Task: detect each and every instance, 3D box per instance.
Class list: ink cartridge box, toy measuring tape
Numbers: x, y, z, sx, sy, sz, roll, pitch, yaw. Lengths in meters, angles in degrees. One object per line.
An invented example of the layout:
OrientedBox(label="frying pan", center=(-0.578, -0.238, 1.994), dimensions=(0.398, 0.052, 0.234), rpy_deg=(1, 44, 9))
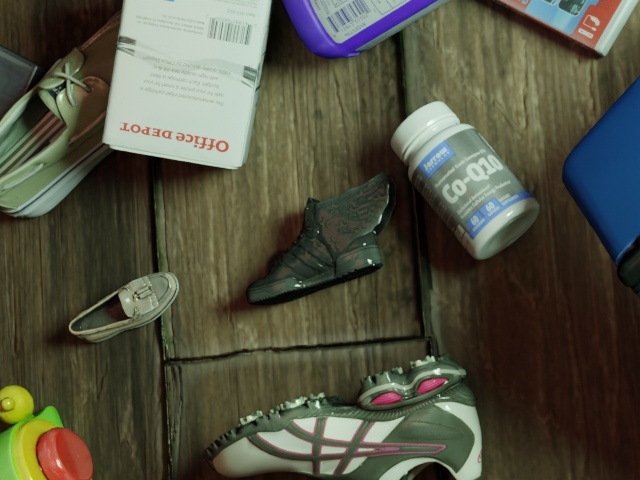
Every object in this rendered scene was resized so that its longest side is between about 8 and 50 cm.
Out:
OrientedBox(label="ink cartridge box", center=(-0.127, -0.176, 1.317), dimensions=(0.139, 0.082, 0.191), rpy_deg=(10, 98, 0))
OrientedBox(label="toy measuring tape", center=(-0.268, 0.296, 1.350), dimensions=(0.121, 0.121, 0.330), rpy_deg=(-30, 73, 19))

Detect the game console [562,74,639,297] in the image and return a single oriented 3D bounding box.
OrientedBox(label="game console", center=(0.355, -0.064, 0.991), dimensions=(0.250, 0.173, 0.293), rpy_deg=(42, 110, 4))

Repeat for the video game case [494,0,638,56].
OrientedBox(label="video game case", center=(0.194, -0.324, 1.255), dimensions=(0.285, 0.025, 0.204), rpy_deg=(33, 98, 24))

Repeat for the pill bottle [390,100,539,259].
OrientedBox(label="pill bottle", center=(0.129, -0.057, 1.227), dimensions=(0.078, 0.078, 0.137), rpy_deg=(-43, 70, 14))

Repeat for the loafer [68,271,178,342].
OrientedBox(label="loafer", center=(-0.204, 0.071, 1.385), dimensions=(0.125, 0.039, 0.045), rpy_deg=(-29, 73, 19))

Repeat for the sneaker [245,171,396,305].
OrientedBox(label="sneaker", center=(-0.001, 0.000, 1.297), dimensions=(0.170, 0.051, 0.089), rpy_deg=(-18, 77, 17))

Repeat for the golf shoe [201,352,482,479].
OrientedBox(label="golf shoe", center=(0.017, 0.193, 1.241), dimensions=(0.273, 0.105, 0.120), rpy_deg=(-19, 84, 22))

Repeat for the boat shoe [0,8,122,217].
OrientedBox(label="boat shoe", center=(-0.250, -0.138, 1.397), dimensions=(0.302, 0.094, 0.109), rpy_deg=(-48, 69, 12))

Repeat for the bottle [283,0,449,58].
OrientedBox(label="bottle", center=(0.091, -0.272, 1.226), dimensions=(0.283, 0.092, 0.118), rpy_deg=(-28, 85, 34))

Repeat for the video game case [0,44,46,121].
OrientedBox(label="video game case", center=(-0.441, -0.108, 1.520), dimensions=(0.196, 0.026, 0.274), rpy_deg=(28, 97, 24))
